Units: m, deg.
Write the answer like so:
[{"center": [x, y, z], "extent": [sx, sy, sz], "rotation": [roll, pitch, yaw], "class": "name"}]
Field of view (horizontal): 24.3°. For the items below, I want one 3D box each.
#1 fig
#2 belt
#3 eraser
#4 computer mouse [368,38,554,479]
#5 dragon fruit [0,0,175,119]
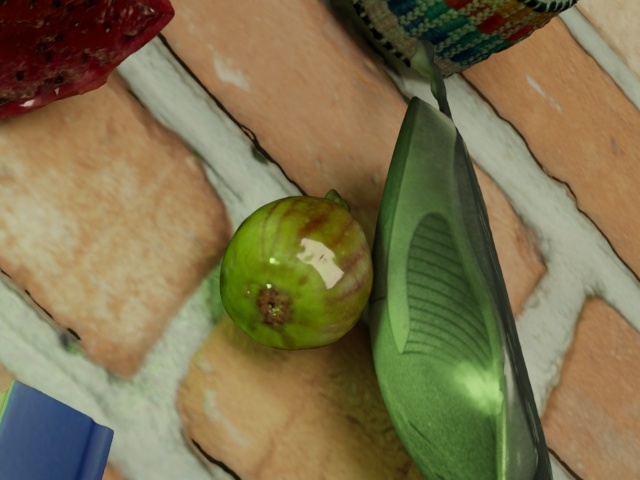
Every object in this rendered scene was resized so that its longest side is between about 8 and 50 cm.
[{"center": [-0.010, -0.007, 0.907], "extent": [0.093, 0.093, 0.166], "rotation": [35, 40, -22], "class": "fig"}, {"center": [0.103, -0.257, 1.130], "extent": [0.207, 0.150, 0.258], "rotation": [27, 49, -40], "class": "belt"}, {"center": [-0.142, 0.120, 0.738], "extent": [0.063, 0.027, 0.085], "rotation": [33, 45, -25], "class": "eraser"}, {"center": [0.073, 0.021, 0.946], "extent": [0.167, 0.090, 0.379], "rotation": [65, 15, -54], "class": "computer mouse"}, {"center": [-0.227, -0.172, 0.789], "extent": [0.262, 0.134, 0.211], "rotation": [19, 39, -54], "class": "dragon fruit"}]
